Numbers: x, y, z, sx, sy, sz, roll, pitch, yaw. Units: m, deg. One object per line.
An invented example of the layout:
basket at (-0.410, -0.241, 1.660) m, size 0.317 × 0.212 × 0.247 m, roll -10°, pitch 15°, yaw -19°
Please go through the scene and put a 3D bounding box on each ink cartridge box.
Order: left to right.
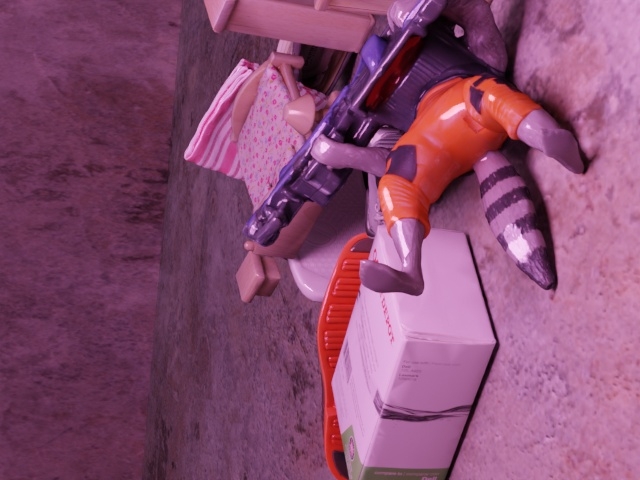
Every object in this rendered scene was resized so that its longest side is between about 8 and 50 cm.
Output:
ink cartridge box at (0.083, 0.116, 1.523) m, size 0.160 × 0.093 × 0.219 m, roll -100°, pitch 20°, yaw -48°

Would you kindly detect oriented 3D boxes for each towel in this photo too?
towel at (-0.062, -0.132, 1.982) m, size 0.144 × 0.197 × 0.029 m, roll -57°, pitch 45°, yaw 14°

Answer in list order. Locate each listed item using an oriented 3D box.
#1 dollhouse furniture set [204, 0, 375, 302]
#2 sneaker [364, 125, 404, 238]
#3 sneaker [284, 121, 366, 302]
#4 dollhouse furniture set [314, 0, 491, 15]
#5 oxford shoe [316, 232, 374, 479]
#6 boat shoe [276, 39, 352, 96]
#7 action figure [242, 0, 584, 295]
dollhouse furniture set at (-0.101, -0.164, 1.795) m, size 0.355 × 0.174 × 0.303 m, roll -61°, pitch 33°, yaw 38°
sneaker at (0.087, -0.042, 1.624) m, size 0.228 × 0.086 × 0.132 m, roll -96°, pitch 9°, yaw -78°
sneaker at (0.000, 0.000, 1.932) m, size 0.295 × 0.105 × 0.146 m, roll -91°, pitch 11°, yaw -47°
dollhouse furniture set at (0.081, -0.341, 1.543) m, size 0.212 × 0.161 × 0.242 m, roll 117°, pitch 155°, yaw -59°
oxford shoe at (0.037, 0.122, 1.734) m, size 0.098 × 0.097 × 0.271 m, roll -127°, pitch 43°, yaw -80°
boat shoe at (0.016, -0.280, 1.972) m, size 0.285 × 0.103 × 0.092 m, roll 114°, pitch 144°, yaw -47°
action figure at (0.088, -0.069, 1.410) m, size 0.341 × 0.179 × 0.330 m, roll -50°, pitch 23°, yaw 25°
